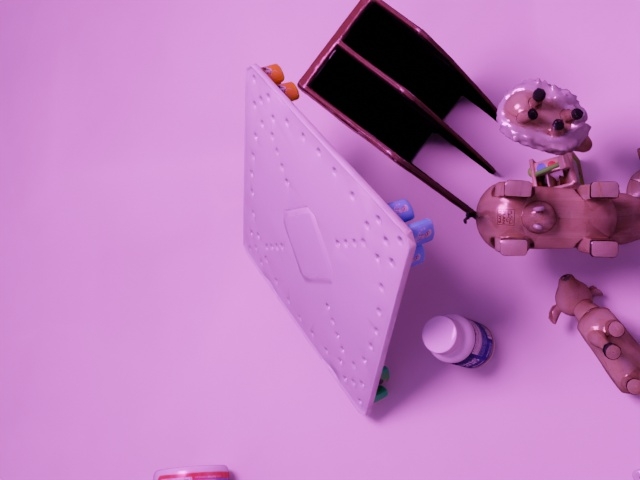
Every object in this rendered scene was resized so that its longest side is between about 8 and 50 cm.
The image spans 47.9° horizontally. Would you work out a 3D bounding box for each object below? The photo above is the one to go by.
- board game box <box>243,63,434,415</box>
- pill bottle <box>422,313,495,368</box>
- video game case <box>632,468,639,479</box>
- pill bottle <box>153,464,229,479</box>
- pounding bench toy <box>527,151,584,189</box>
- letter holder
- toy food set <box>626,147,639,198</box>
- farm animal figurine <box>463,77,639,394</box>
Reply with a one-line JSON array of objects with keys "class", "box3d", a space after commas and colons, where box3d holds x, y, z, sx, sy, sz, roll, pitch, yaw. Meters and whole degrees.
[{"class": "board game box", "box3d": [0.000, 0.000, 1.046, 0.390, 0.050, 0.389, 51, 150, 33]}, {"class": "pill bottle", "box3d": [0.187, 0.136, 0.983, 0.067, 0.120, 0.067, -11, 70, 32]}, {"class": "video game case", "box3d": [0.517, 0.299, 0.770, 0.285, 0.025, 0.204, -31, 61, 24]}, {"class": "pill bottle", "box3d": [-0.203, 0.476, 1.146, 0.124, 0.124, 0.221, -16, 68, 30]}, {"class": "pounding bench toy", "box3d": [0.316, -0.092, 0.986, 0.065, 0.083, 0.052, -15, 69, 30]}, {"class": "letter holder", "box3d": [0.154, -0.161, 0.982, 0.152, 0.302, 0.214, -51, 55, 11]}, {"class": "toy food set", "box3d": [0.446, -0.093, 0.939, 0.078, 0.019, 0.122, 14, 84, 36]}, {"class": "farm animal figurine", "box3d": [0.336, 0.001, 0.886, 0.327, 0.172, 0.330, 19, 95, 8]}]
